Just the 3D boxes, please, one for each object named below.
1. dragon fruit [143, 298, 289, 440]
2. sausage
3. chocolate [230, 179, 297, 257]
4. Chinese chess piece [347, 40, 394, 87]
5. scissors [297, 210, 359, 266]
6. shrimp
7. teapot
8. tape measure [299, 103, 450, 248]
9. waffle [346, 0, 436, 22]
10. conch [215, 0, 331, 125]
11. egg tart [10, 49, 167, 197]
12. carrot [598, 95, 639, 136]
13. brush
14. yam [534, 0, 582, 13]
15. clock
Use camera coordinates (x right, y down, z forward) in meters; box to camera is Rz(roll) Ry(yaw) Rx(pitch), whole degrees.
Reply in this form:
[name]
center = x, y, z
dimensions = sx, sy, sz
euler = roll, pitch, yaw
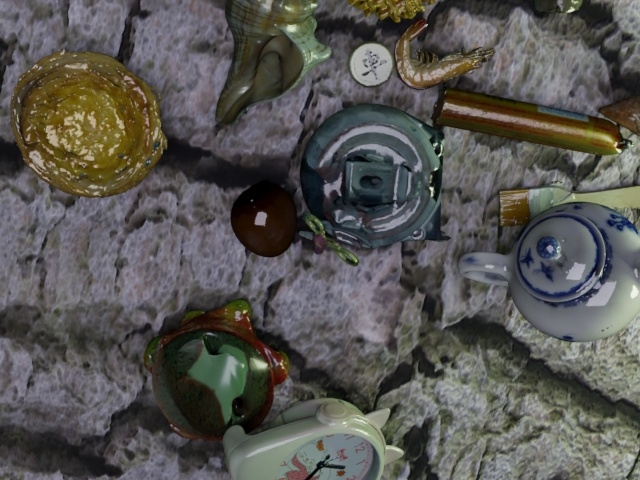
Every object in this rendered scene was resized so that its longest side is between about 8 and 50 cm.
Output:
[dragon fruit]
center = -0.200, 0.256, 1.886
dimensions = 0.268, 0.130, 0.295
euler = 14, 103, 2
[sausage]
center = 0.391, -0.214, 1.800
dimensions = 0.371, 0.082, 0.082
euler = 11, 103, -4
[chocolate]
center = -0.099, -0.032, 1.834
dimensions = 0.124, 0.127, 0.133
euler = -20, 114, 42
[Chinese chess piece]
center = 0.091, -0.319, 1.793
dimensions = 0.084, 0.034, 0.084
euler = 0, 102, 0
[scissors]
center = 0.000, 0.000, 1.795
dimensions = 0.020, 0.187, 0.133
euler = -46, 99, -12
[shrimp]
center = 0.218, -0.347, 1.790
dimensions = 0.178, 0.034, 0.124
euler = -20, 96, 9
[teapot]
center = 0.442, 0.047, 1.748
dimensions = 0.424, 0.280, 0.252
euler = -1, 73, 34
[tape measure]
center = 0.100, -0.116, 1.785
dimensions = 0.275, 0.147, 0.256
euler = 0, 103, -1
[waffle]
center = 0.130, -0.476, 1.714
dimensions = 0.197, 0.070, 0.193
euler = -7, 121, -3
[conch]
center = -0.078, -0.362, 1.731
dimensions = 0.203, 0.169, 0.386
euler = 35, 137, 14
[egg tart]
center = -0.408, -0.214, 1.784
dimensions = 0.291, 0.107, 0.291
euler = 1, 107, 3
[carrot]
center = 0.637, -0.219, 1.799
dimensions = 0.263, 0.102, 0.102
euler = 10, 103, 4
[brush]
center = 0.501, -0.074, 1.860
dimensions = 0.336, 0.020, 0.085
euler = -4, 103, 0
[yam]
center = 0.420, -0.489, 1.718
dimensions = 0.107, 0.107, 0.183
euler = 4, 106, -1
[clock]
center = -0.006, 0.419, 1.893
dimensions = 0.324, 0.108, 0.265
euler = -21, 124, -6
